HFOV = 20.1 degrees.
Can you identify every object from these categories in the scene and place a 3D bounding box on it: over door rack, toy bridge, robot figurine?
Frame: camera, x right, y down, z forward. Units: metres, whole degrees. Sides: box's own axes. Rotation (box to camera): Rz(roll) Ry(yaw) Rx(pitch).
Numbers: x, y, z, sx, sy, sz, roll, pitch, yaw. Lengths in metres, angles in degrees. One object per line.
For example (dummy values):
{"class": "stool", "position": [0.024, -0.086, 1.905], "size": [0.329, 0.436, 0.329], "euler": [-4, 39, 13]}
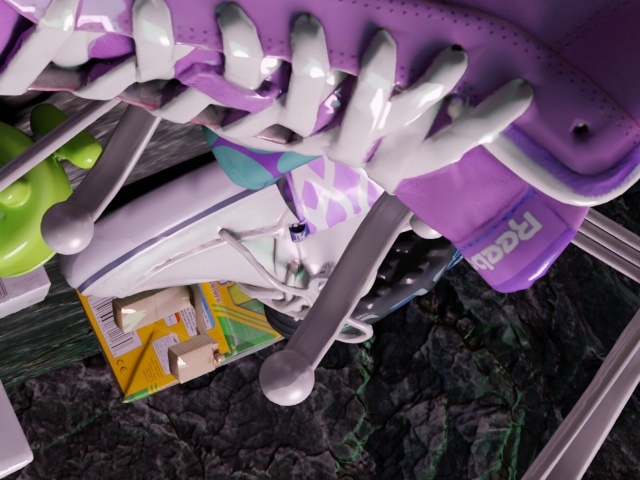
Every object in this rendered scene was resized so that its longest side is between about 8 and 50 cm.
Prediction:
{"class": "over door rack", "position": [-0.018, 0.034, 0.645], "size": [0.324, 0.239, 0.108], "euler": [-37, 155, -56]}
{"class": "toy bridge", "position": [-0.122, 0.045, 1.330], "size": [0.063, 0.026, 0.188], "euler": [-22, -143, -28]}
{"class": "robot figurine", "position": [-0.146, -0.018, 0.797], "size": [0.101, 0.067, 0.115], "euler": [-53, 177, -2]}

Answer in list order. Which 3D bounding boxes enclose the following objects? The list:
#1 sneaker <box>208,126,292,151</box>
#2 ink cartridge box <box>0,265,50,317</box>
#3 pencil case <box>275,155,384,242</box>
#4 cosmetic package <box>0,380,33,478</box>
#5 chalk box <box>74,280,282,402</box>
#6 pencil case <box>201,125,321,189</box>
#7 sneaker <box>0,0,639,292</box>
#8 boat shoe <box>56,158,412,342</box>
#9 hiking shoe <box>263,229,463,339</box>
{"class": "sneaker", "position": [0.108, -0.104, 0.659], "size": [0.321, 0.126, 0.127], "euler": [-19, -179, -33]}
{"class": "ink cartridge box", "position": [-0.242, 0.039, 1.383], "size": [0.063, 0.029, 0.115], "euler": [-23, 178, -13]}
{"class": "pencil case", "position": [0.059, -0.078, 1.164], "size": [0.206, 0.086, 0.088], "euler": [-24, 149, -3]}
{"class": "cosmetic package", "position": [-0.235, 0.059, 0.702], "size": [0.184, 0.151, 0.151], "euler": [-21, 176, -23]}
{"class": "chalk box", "position": [-0.077, 0.030, 1.478], "size": [0.132, 0.132, 0.213], "euler": [-25, 177, 35]}
{"class": "pencil case", "position": [0.007, -0.081, 0.861], "size": [0.152, 0.064, 0.070], "euler": [-27, -147, 42]}
{"class": "sneaker", "position": [-0.005, -0.051, 0.461], "size": [0.282, 0.161, 0.102], "euler": [-20, 177, -26]}
{"class": "boat shoe", "position": [-0.003, 0.002, 1.302], "size": [0.367, 0.156, 0.136], "euler": [-22, 176, -31]}
{"class": "hiking shoe", "position": [0.065, 0.009, 1.467], "size": [0.304, 0.113, 0.132], "euler": [-37, 156, -36]}
